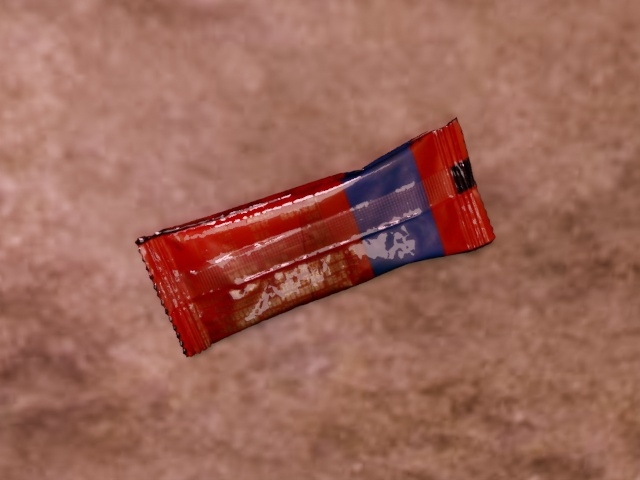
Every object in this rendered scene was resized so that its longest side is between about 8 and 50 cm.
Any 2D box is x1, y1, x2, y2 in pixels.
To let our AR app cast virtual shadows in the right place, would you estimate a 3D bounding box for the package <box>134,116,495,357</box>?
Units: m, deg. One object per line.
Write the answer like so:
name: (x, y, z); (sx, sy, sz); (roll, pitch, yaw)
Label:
package: (0.000, 0.000, 0.622); (0.200, 0.022, 0.083); (-21, 115, -2)
